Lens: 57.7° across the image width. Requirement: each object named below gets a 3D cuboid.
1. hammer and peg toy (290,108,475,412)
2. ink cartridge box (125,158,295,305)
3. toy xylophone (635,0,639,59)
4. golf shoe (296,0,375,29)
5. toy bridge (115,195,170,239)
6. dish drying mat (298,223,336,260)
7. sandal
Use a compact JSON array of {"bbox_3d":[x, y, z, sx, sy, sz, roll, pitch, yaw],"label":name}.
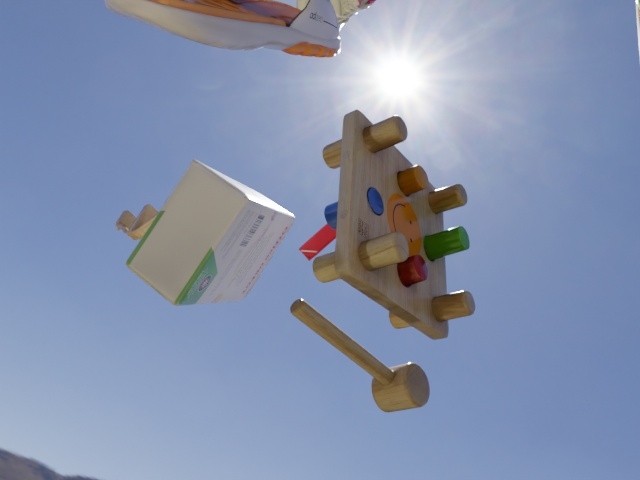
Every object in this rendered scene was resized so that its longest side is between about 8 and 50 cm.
[{"bbox_3d":[0.101,0.026,0.778,0.128,0.361,0.266,-18,-38,34],"label":"hammer and peg toy"},{"bbox_3d":[-0.132,-0.001,0.769,0.093,0.154,0.212,35,4,15],"label":"ink cartridge box"},{"bbox_3d":[0.284,-0.176,0.334,0.237,0.322,0.081,-5,-30,15],"label":"toy xylophone"},{"bbox_3d":[0.038,-0.452,1.066,0.140,0.115,0.306,47,-25,14],"label":"golf shoe"},{"bbox_3d":[-0.302,-0.031,0.986,0.188,0.063,0.026,-9,-43,46],"label":"toy bridge"},{"bbox_3d":[0.000,0.000,1.094,0.032,0.083,0.008,49,-2,0],"label":"dish drying mat"},{"bbox_3d":[-0.042,-0.179,0.408,0.102,0.265,0.076,24,-67,9],"label":"sandal"}]
